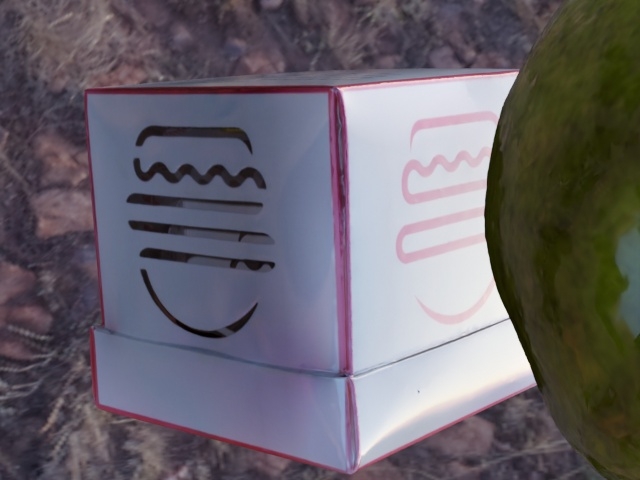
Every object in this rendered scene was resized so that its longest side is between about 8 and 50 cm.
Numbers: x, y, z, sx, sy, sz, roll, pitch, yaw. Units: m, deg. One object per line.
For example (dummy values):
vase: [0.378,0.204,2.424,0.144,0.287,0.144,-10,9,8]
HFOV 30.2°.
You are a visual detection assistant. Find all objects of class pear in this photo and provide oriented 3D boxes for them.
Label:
pear: [0.184,-0.010,0.457,0.307,0.253,0.253,-19,87,-57]

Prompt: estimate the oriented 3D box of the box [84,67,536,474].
box: [0.000,0.000,1.066,0.312,0.314,0.300,-14,105,-48]
